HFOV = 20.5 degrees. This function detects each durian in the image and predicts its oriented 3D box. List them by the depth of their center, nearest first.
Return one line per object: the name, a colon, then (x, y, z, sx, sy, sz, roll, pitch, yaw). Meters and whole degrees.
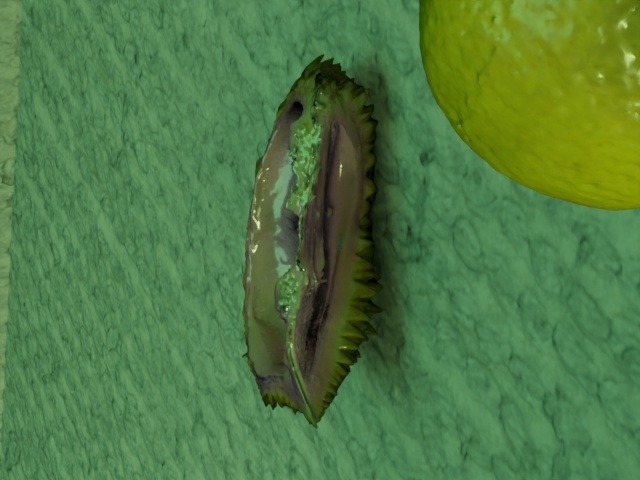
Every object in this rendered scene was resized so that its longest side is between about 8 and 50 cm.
durian: (-0.001, -0.001, 1.657, 0.191, 0.112, 0.341, 177, 96, -76)

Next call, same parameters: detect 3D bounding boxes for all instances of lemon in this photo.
lemon: (0.181, -0.144, 1.020, 0.267, 0.267, 0.267, 174, 90, -67)
